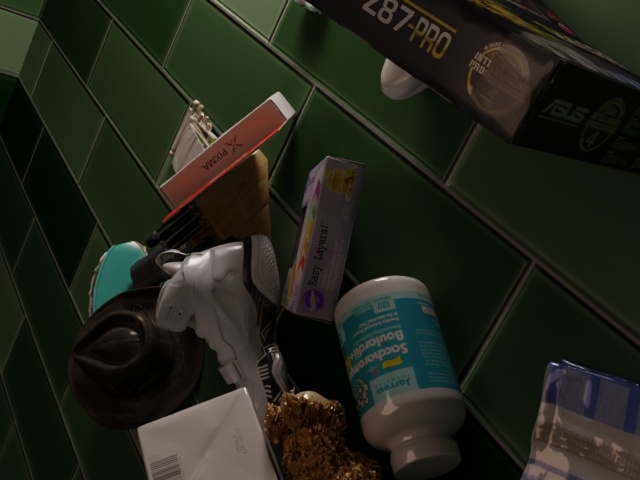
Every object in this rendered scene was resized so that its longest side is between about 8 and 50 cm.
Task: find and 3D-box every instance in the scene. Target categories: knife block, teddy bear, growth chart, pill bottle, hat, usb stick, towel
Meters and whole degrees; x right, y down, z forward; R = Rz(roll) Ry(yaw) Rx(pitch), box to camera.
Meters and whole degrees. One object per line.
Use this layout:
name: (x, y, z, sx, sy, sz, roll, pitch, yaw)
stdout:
knife block: (-0.214, -0.058, 1.699, 0.088, 0.242, 0.275, -28, 57, 45)
teddy bear: (0.022, 0.354, 1.224, 0.245, 0.113, 0.337, -18, 97, 55)
growth chart: (-0.280, -0.194, 2.022, 0.172, 0.021, 0.237, -54, 41, 27)
pill bottle: (0.114, 0.192, 1.257, 0.146, 0.146, 0.264, -44, 47, 36)
hat: (-0.410, 0.230, 1.850, 0.332, 0.134, 0.331, -7, 72, 22)
usb stick: (-0.309, 0.028, 1.931, 0.278, 0.045, 0.077, -31, 64, 33)
towel: (0.314, 0.295, 1.050, 0.209, 0.034, 0.284, 15, 90, 53)

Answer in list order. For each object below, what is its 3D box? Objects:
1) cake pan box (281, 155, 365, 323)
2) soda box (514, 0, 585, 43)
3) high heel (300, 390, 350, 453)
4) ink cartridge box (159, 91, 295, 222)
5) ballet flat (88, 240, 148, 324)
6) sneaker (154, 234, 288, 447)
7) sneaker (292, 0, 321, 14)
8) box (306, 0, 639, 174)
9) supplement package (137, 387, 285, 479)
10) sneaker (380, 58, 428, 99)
cake pan box: (0.000, 0.000, 1.456, 0.267, 0.070, 0.245, -179, 103, -84)
soda box: (0.302, -0.279, 1.239, 0.060, 0.053, 0.169, -55, 40, 27)
high heel: (0.019, 0.313, 1.407, 0.244, 0.082, 0.117, 6, 87, 64)
ink cartridge box: (-0.179, -0.157, 1.661, 0.275, 0.060, 0.239, -37, 8, 13)
ballet flat: (-0.448, 0.208, 2.031, 0.147, 0.147, 0.408, -27, 57, 46)
sneaker: (-0.172, 0.176, 1.544, 0.137, 0.210, 0.365, 141, 124, -77)
sneaker: (-0.016, -0.482, 1.752, 0.098, 0.038, 0.069, 38, 108, 42)
box: (0.213, -0.194, 0.987, 0.318, 0.395, 0.097, 46, 117, 34)
supplement package: (-0.138, 0.396, 1.378, 0.293, 0.175, 0.177, 75, 172, -47)
sneaker: (0.157, -0.360, 1.379, 0.305, 0.152, 0.114, -59, 41, 24)
